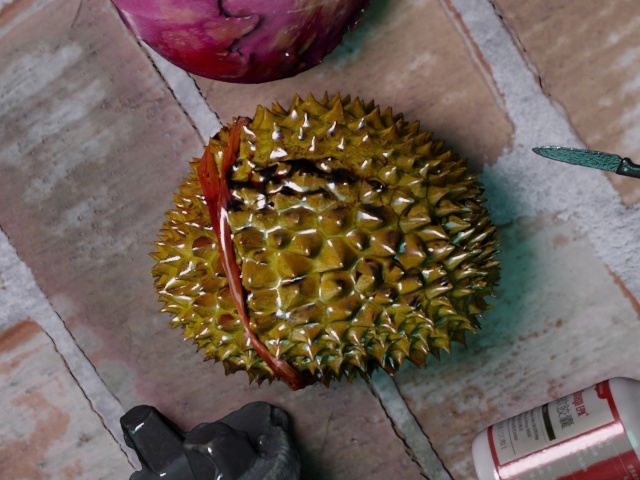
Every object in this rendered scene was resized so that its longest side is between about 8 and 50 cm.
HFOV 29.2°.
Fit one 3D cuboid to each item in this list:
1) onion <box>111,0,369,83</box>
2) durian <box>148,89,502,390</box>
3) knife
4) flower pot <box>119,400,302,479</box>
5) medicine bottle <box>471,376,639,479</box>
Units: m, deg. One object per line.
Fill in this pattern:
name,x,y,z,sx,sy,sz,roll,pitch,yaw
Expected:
onion,-0.100,-0.339,1.281,0.345,0.358,0.358,-1,102,17
durian,0.001,0.005,1.361,0.384,0.347,0.347,-17,99,-17
knife,0.328,-0.090,1.418,0.170,0.010,0.023,11,105,11
flower pot,-0.125,0.333,1.482,0.299,0.299,0.283,-28,108,16
medicine bottle,0.311,0.241,1.431,0.250,0.131,0.131,-25,96,16
